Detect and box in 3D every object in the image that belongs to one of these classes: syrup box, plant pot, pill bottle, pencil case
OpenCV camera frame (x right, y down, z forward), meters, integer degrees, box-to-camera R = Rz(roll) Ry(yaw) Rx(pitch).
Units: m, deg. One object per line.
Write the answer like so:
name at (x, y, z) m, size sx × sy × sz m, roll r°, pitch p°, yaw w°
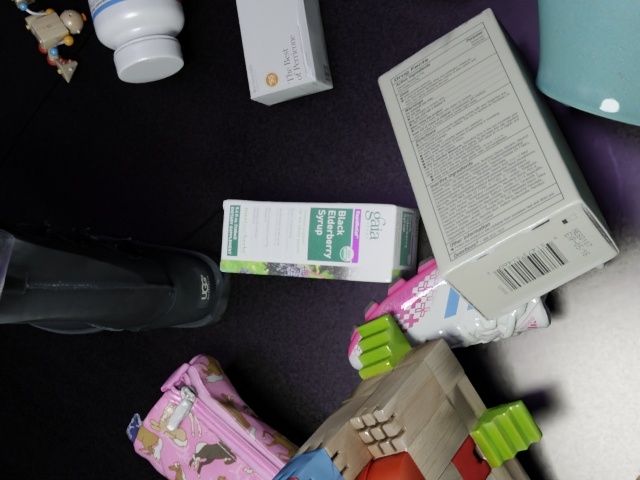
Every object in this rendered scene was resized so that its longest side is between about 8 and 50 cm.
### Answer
syrup box at (0.000, 0.000, 1.222) m, size 0.236 × 0.096 × 0.093 m, roll 3°, pitch 89°, yaw 26°
plant pot at (0.339, -0.256, 0.995) m, size 0.271 × 0.271 × 0.255 m, roll 23°, pitch 113°, yaw 24°
pill bottle at (-0.256, -0.336, 1.336) m, size 0.124 × 0.124 × 0.222 m, roll -19°, pitch 82°, yaw 23°
pencil case at (-0.057, 0.311, 1.198) m, size 0.386 × 0.167 × 0.160 m, roll 38°, pitch 106°, yaw 21°

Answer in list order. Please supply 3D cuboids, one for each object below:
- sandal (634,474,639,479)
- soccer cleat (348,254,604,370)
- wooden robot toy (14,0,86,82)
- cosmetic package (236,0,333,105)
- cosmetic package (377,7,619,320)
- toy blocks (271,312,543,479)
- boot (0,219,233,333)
sandal at (0.369, 0.262, 1.051) m, size 0.060 × 0.090 × 0.219 m, roll 15°, pitch 98°, yaw 43°
soccer cleat at (0.175, 0.074, 1.123) m, size 0.331 × 0.116 × 0.143 m, roll -42°, pitch 67°, yaw 17°
wooden robot toy at (-0.386, -0.316, 1.441) m, size 0.079 × 0.076 × 0.173 m, roll -31°, pitch 73°, yaw -15°
cosmetic package at (-0.056, -0.307, 1.276) m, size 0.098 × 0.060 × 0.239 m, roll -13°, pitch 83°, yaw 25°
cosmetic package at (0.182, -0.088, 1.053) m, size 0.160 × 0.113 × 0.309 m, roll -30°, pitch 45°, yaw 20°
toy blocks at (0.110, 0.297, 1.017) m, size 0.190 × 0.261 × 0.381 m, roll -26°, pitch 99°, yaw 42°
boot at (-0.371, 0.051, 1.199) m, size 0.367 × 0.445 × 0.146 m, roll -5°, pitch 86°, yaw 25°
